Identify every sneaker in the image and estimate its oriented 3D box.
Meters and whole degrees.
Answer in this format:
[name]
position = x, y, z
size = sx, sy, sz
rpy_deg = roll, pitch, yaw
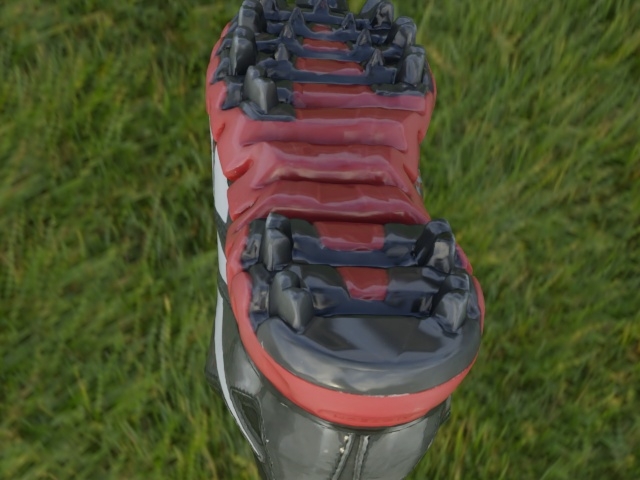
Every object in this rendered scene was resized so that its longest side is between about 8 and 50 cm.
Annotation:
[sneaker]
position = 0.000, 0.000, 0.684
size = 0.098, 0.135, 0.276
rpy_deg = 3, 38, -8
